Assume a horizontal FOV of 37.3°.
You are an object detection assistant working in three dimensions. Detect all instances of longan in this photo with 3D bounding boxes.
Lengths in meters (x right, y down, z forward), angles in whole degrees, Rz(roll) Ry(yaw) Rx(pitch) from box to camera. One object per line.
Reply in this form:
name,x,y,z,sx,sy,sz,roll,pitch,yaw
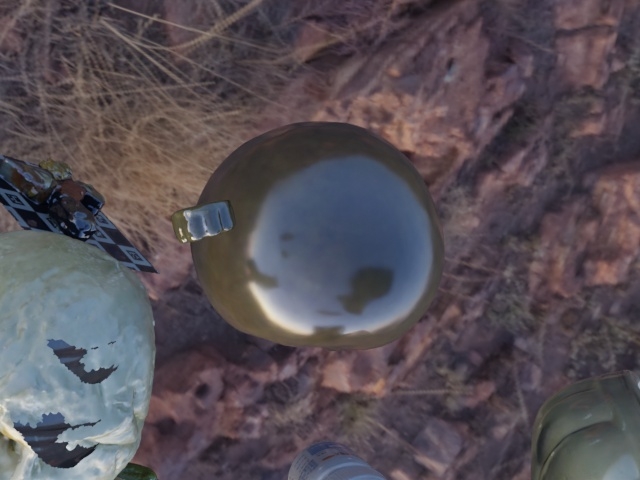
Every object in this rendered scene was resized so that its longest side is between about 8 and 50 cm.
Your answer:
longan,0.000,0.000,1.174,0.319,0.319,0.318,-13,116,-30

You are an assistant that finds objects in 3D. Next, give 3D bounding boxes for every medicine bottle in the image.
medicine bottle,0.026,0.313,1.160,0.105,0.168,0.105,-1,93,-16

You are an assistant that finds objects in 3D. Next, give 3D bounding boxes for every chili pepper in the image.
chili pepper,-0.299,0.373,1.434,0.204,0.072,0.073,6,77,-6

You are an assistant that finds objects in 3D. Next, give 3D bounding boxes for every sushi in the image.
sushi,-0.501,-0.083,1.866,0.064,0.359,0.343,-51,155,11

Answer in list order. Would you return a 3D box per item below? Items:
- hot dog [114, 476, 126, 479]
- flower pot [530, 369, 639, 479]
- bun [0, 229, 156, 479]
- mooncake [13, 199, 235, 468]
hot dog,-0.339,0.400,1.318,0.146,0.103,0.213,25,124,-34
flower pot,0.277,0.306,0.934,0.244,0.307,0.307,-34,130,16
bun,-0.356,0.171,1.133,0.353,0.227,0.349,-27,109,6
mooncake,-0.121,0.033,0.671,0.057,0.150,0.347,61,34,-15
